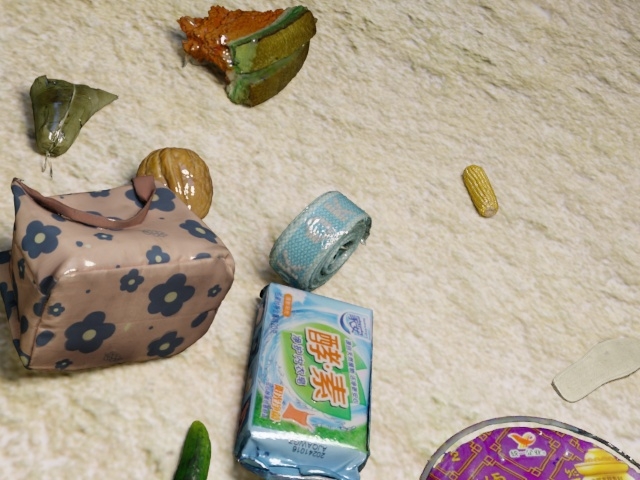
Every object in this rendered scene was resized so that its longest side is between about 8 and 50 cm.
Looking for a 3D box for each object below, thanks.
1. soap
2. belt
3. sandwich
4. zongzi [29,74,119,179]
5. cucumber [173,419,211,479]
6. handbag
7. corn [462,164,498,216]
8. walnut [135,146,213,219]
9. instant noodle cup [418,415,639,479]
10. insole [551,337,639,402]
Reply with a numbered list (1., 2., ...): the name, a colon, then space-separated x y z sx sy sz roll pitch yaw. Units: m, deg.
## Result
1. soap: -0.016 0.177 1.478 0.156 0.077 0.293 15 47 -12
2. belt: -0.002 -0.001 1.592 0.082 0.163 0.147 42 74 12
3. sandwich: -0.112 -0.300 1.845 0.160 0.109 0.185 26 44 27
4. zongzi: -0.327 -0.151 1.649 0.131 0.062 0.154 8 54 -34
5. cucumber: -0.147 0.271 1.366 0.039 0.039 0.168 19 44 -8
6. handbag: -0.257 0.030 1.431 0.252 0.190 0.193 -5 47 -37
7. corn: 0.246 -0.076 1.845 0.037 0.037 0.092 1 50 -23
8. walnut: -0.193 -0.067 1.601 0.105 0.105 0.124 -2 67 -25
9. instant noodle cup: 0.202 0.394 1.255 0.340 0.266 0.339 13 46 -14
10. insole: 0.398 0.179 1.707 0.192 0.010 0.063 -21 63 -37
